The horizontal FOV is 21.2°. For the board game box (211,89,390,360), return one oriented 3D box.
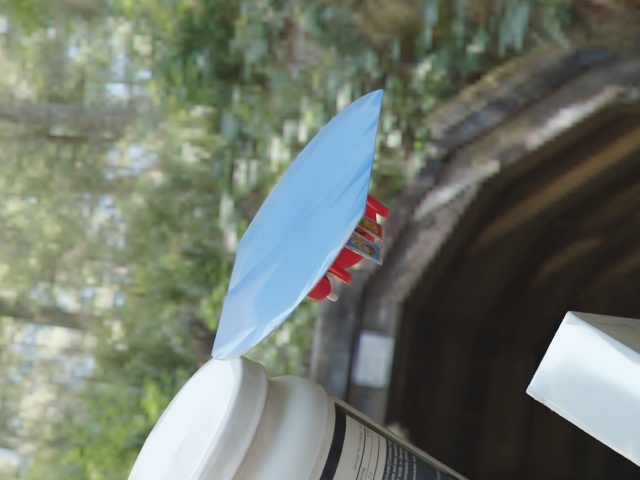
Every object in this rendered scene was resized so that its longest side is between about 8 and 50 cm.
[{"bbox_3d":[0.000,0.000,0.907,0.033,0.133,0.169,34,-146,-17],"label":"board game box"}]

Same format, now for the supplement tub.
[{"bbox_3d":[0.001,0.224,1.316,0.272,0.191,0.191,33,-123,-17],"label":"supplement tub"}]

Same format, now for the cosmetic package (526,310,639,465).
[{"bbox_3d":[0.404,0.180,1.619,0.377,0.284,0.097,9,-72,-57],"label":"cosmetic package"}]
